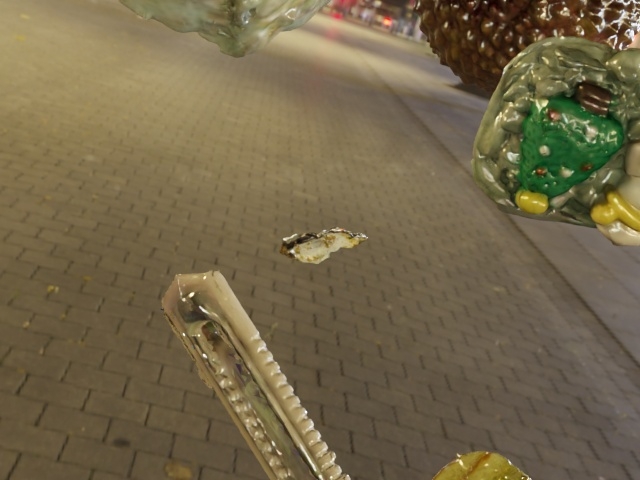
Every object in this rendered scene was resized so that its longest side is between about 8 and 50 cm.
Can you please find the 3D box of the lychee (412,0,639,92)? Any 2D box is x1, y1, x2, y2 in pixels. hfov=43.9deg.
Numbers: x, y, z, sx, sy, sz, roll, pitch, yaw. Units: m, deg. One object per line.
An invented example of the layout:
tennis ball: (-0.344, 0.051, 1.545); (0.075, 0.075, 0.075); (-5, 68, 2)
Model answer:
lychee: (0.231, -0.263, 0.845); (0.271, 0.271, 0.271); (16, 18, -5)

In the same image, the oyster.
oyster: (-0.002, 0.001, 0.710); (0.083, 0.019, 0.054); (-20, -26, 30)

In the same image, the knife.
knife: (-0.019, 0.182, 0.593); (0.365, 0.089, 0.043); (59, 18, 6)

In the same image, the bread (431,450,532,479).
bread: (0.126, 0.332, 0.757); (0.110, 0.234, 0.184); (27, -23, 51)

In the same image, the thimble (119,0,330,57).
thimble: (-0.076, -0.319, 0.667); (0.291, 0.195, 0.292); (15, 51, -19)

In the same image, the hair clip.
hair clip: (0.268, -0.039, 0.527); (0.321, 0.138, 0.091); (8, 39, -10)
